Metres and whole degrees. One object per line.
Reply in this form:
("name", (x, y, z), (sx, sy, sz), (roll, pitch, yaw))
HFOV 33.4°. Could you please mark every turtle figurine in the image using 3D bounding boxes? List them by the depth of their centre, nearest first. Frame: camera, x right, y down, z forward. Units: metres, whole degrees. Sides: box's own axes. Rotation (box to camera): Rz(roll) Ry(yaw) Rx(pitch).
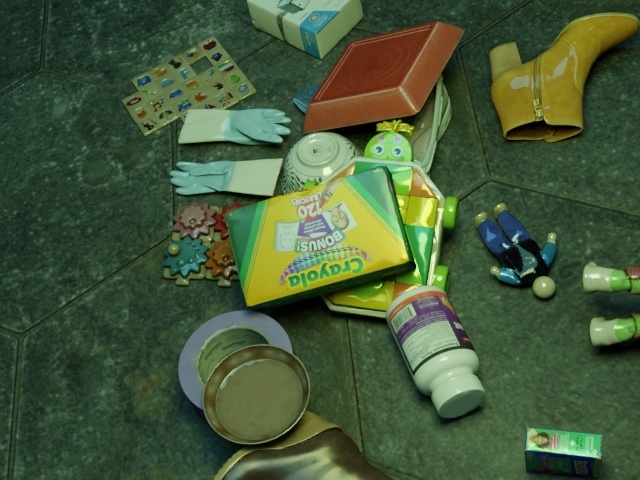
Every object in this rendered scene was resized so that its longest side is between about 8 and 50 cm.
("turtle figurine", (0.554, 0.079, 1.630), (0.266, 0.197, 0.274), (-5, 43, 28))

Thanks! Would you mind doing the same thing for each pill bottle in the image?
("pill bottle", (0.184, 0.175, 1.671), (0.108, 0.108, 0.193), (-21, 55, -2))

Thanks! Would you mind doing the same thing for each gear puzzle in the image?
("gear puzzle", (-0.114, -0.001, 1.895), (0.339, 0.044, 0.175), (1, 56, 13))

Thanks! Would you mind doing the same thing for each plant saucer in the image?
("plant saucer", (-0.096, 0.240, 1.639), (0.169, 0.029, 0.168), (-6, 54, 8))
("plant saucer", (0.107, -0.310, 1.967), (0.259, 0.047, 0.258), (-4, 41, 37))

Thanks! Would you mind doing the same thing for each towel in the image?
("towel", (0.006, -0.255, 2.052), (0.067, 0.029, 0.119), (-39, 57, -16))

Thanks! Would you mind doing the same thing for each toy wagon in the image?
("toy wagon", (0.095, -0.043, 1.799), (0.267, 0.068, 0.344), (7, 83, 14))

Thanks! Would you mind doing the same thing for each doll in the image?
("doll", (0.336, 0.020, 1.782), (0.129, 0.046, 0.189), (-26, 54, -4))

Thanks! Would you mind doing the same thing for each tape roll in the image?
("tape roll", (-0.129, 0.214, 1.731), (0.189, 0.080, 0.188), (-6, 56, 8))

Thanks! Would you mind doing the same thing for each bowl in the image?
("bowl", (0.001, -0.143, 1.946), (0.170, 0.080, 0.170), (-6, 56, 9))

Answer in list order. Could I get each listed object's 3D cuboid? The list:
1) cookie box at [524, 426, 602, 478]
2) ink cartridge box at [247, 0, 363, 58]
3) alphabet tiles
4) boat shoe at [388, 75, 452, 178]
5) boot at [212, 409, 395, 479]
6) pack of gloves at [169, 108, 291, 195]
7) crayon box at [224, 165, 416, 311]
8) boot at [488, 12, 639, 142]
("cookie box", (0.353, 0.310, 1.552), (0.107, 0.091, 0.040), (3, 60, 14))
("ink cartridge box", (-0.032, -0.472, 2.179), (0.191, 0.082, 0.139), (31, 67, 27))
("alphabet tiles", (-0.276, -0.303, 2.160), (0.237, 0.009, 0.198), (-30, 56, -9))
("boat shoe", (0.154, -0.169, 1.916), (0.118, 0.103, 0.320), (15, 61, 22))
("boot", (-0.035, 0.381, 1.588), (0.248, 0.090, 0.207), (-40, 55, -19))
("pack of gloves", (-0.167, -0.161, 2.030), (0.232, 0.046, 0.195), (2, 62, 22))
("crayon box", (0.000, 0.000, 1.736), (0.279, 0.081, 0.165), (-16, 77, 10))
("boot", (0.459, -0.288, 1.944), (0.295, 0.104, 0.211), (-14, 60, 9))
